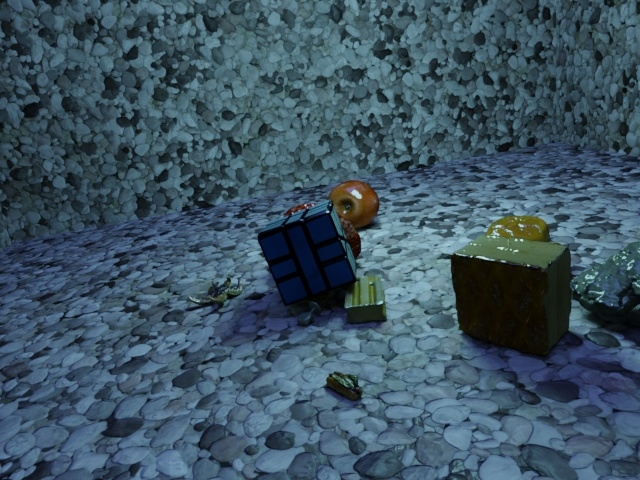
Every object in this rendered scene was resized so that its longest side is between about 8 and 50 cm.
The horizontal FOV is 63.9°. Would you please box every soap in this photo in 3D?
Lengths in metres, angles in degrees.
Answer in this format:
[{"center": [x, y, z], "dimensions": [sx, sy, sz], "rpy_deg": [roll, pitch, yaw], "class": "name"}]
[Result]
[{"center": [0.155, 0.201, 1.774], "dimensions": [0.135, 0.076, 0.233], "rpy_deg": [-8, 19, 7], "class": "soap"}]

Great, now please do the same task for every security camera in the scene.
[{"center": [-0.042, 0.257, 1.757], "dimensions": [0.058, 0.058, 0.092], "rpy_deg": [8, 37, 41], "class": "security camera"}]

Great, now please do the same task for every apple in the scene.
[{"center": [0.160, -0.179, 2.614], "dimensions": [0.271, 0.252, 0.206], "rpy_deg": [12, 26, 21], "class": "apple"}]

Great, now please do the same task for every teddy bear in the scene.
[{"center": [0.919, 0.135, 1.499], "dimensions": [0.367, 0.225, 0.357], "rpy_deg": [-20, 17, 15], "class": "teddy bear"}]

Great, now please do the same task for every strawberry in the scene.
[{"center": [0.000, 0.000, 2.143], "dimensions": [0.351, 0.312, 0.267], "rpy_deg": [12, 42, 5], "class": "strawberry"}]

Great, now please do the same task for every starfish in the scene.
[{"center": [-0.410, 0.209, 2.036], "dimensions": [0.216, 0.071, 0.238], "rpy_deg": [-17, 10, -8], "class": "starfish"}]

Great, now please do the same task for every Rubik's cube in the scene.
[{"center": [-0.040, 0.037, 1.885], "dimensions": [0.283, 0.289, 0.293], "rpy_deg": [-21, 7, 5], "class": "Rubik's cube"}]

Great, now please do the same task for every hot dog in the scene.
[{"center": [0.064, 0.376, 1.353], "dimensions": [0.056, 0.041, 0.133], "rpy_deg": [-22, 22, -33], "class": "hot dog"}]

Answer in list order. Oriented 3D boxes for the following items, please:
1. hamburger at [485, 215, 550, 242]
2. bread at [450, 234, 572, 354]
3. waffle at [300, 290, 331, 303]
[{"center": [0.721, 0.006, 1.878], "dimensions": [0.244, 0.163, 0.244], "rpy_deg": [-18, 35, 13], "class": "hamburger"}, {"center": [0.545, 0.144, 1.465], "dimensions": [0.279, 0.279, 0.207], "rpy_deg": [6, 26, 45], "class": "bread"}, {"center": [-0.034, 0.209, 1.917], "dimensions": [0.135, 0.021, 0.092], "rpy_deg": [-2, 20, 19], "class": "waffle"}]
